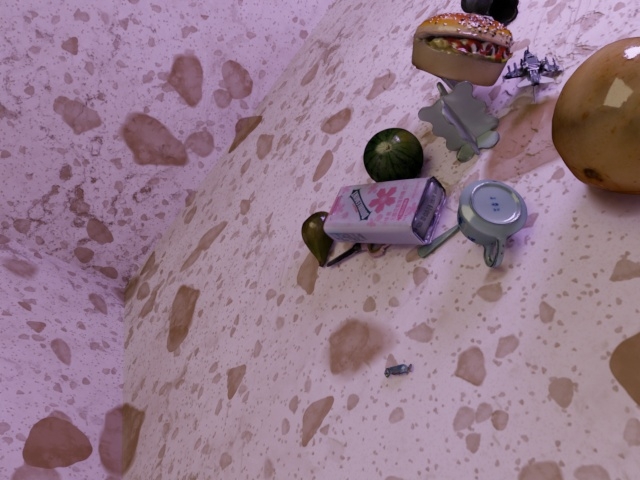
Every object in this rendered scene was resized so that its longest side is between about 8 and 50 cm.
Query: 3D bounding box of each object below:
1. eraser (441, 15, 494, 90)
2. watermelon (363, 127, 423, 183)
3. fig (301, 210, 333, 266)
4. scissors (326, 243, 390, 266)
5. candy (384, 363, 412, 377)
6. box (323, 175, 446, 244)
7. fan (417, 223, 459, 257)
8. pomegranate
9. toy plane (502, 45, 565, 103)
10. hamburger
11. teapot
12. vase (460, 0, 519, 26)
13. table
[{"bbox_3d":[0.485,-0.603,1.483,0.225,0.095,0.052,-49,33,13],"label":"eraser"},{"bbox_3d":[0.234,-0.258,1.451,0.187,0.214,0.188,-4,78,21],"label":"watermelon"},{"bbox_3d":[-0.009,-0.012,1.605,0.132,0.127,0.185,-17,45,27],"label":"fig"},{"bbox_3d":[0.137,0.013,1.482,0.317,0.024,0.160,-32,42,32],"label":"scissors"},{"bbox_3d":[0.194,0.327,1.146,0.083,0.020,0.030,-22,47,39],"label":"candy"},{"bbox_3d":[0.190,-0.084,1.383,0.369,0.112,0.191,4,63,48],"label":"box"},{"bbox_3d":[0.346,-0.013,1.243,0.193,0.016,0.038,-39,39,27],"label":"fan"},{"bbox_3d":[0.605,-0.246,0.859,0.319,0.319,0.320,-32,40,32],"label":"pomegranate"},{"bbox_3d":[0.587,-0.489,1.273,0.159,0.082,0.234,-4,56,19],"label":"toy plane"},{"bbox_3d":[0.408,-0.555,1.313,0.300,0.299,0.176,-124,39,-55],"label":"hamburger"},{"bbox_3d":[0.402,-0.048,1.105,0.158,0.158,0.232,-29,52,36],"label":"teapot"},{"bbox_3d":[0.564,-0.800,1.553,0.115,0.115,0.238,-45,30,17],"label":"vase"},{"bbox_3d":[0.392,-0.346,1.294,0.166,0.198,0.167,-32,41,32],"label":"table"}]
